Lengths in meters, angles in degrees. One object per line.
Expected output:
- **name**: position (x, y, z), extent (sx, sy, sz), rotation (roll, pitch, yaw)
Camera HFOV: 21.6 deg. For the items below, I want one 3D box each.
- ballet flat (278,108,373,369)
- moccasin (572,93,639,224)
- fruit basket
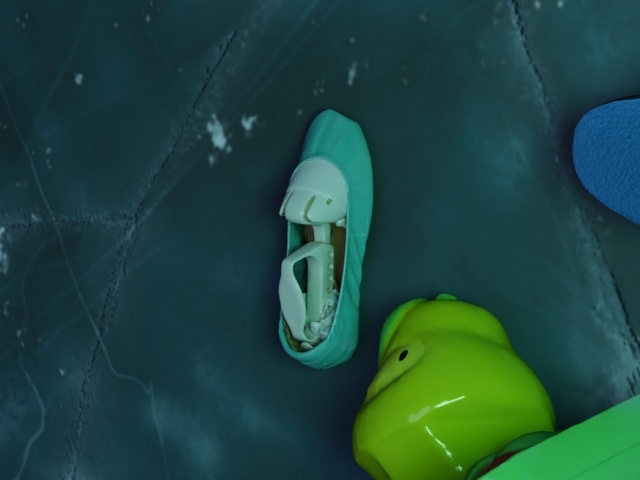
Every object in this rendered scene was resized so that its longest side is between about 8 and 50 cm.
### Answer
- **ballet flat**: position (0.000, 0.000, 1.573), extent (0.083, 0.087, 0.247), rotation (4, 95, 32)
- **moccasin**: position (0.373, -0.053, 1.325), extent (0.342, 0.117, 0.138), rotation (12, 112, 26)
- **fruit basket**: position (0.114, 0.216, 1.403), extent (0.392, 0.283, 0.392), rotation (15, 112, 41)
